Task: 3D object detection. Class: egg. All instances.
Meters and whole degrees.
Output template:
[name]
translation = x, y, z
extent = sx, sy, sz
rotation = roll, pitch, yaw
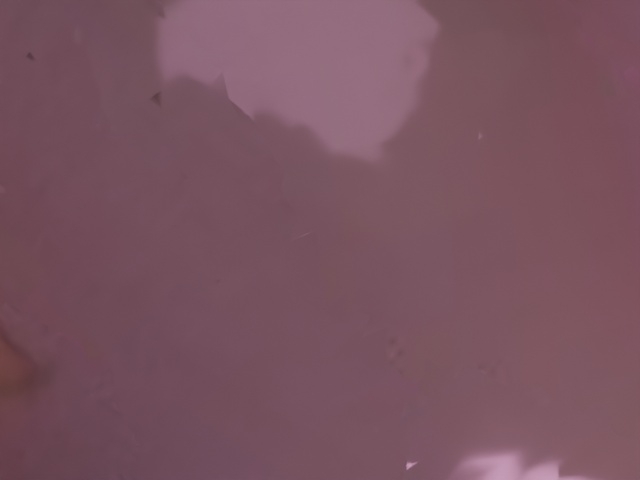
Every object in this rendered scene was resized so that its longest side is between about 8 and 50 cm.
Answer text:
[egg]
translation = 0.000, 0.000, 0.446
extent = 0.345, 0.283, 0.283
rotation = 44, 59, 10
